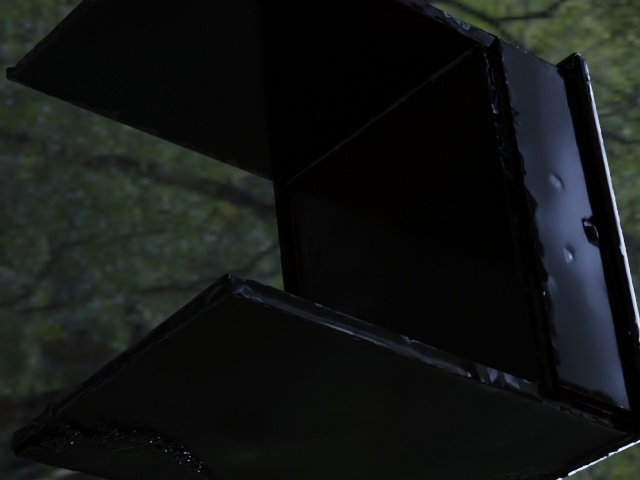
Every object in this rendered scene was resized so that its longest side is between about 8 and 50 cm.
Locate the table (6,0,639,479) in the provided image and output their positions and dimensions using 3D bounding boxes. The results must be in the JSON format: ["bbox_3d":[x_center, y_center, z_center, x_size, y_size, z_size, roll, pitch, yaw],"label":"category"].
[{"bbox_3d":[0.000,0.000,1.042,0.196,0.282,0.250,-34,-131,39],"label":"table"}]
